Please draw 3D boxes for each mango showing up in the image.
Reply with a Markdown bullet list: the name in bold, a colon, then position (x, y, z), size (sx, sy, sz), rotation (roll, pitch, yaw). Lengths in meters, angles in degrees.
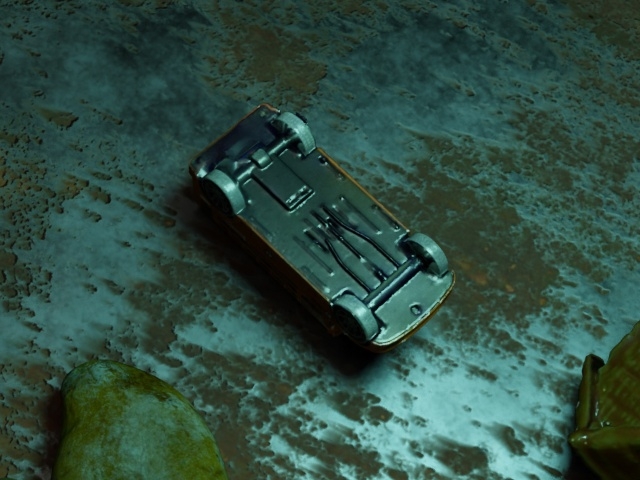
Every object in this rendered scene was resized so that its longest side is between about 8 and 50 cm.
- **mango**: position (-0.201, 0.260, 1.708), size (0.193, 0.146, 0.316), rotation (-13, 51, -14)

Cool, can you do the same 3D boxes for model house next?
- **model house**: position (0.416, 0.210, 1.801), size (0.229, 0.199, 0.219), rotation (-44, 32, 1)

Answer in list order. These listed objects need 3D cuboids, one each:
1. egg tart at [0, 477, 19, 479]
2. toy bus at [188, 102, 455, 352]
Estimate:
- **egg tart**: position (-0.374, 0.333, 1.632), size (0.213, 0.090, 0.212), rotation (-18, 47, 21)
- **toy bus**: position (0.000, 0.000, 1.854), size (0.329, 0.153, 0.143), rotation (42, 67, 16)
